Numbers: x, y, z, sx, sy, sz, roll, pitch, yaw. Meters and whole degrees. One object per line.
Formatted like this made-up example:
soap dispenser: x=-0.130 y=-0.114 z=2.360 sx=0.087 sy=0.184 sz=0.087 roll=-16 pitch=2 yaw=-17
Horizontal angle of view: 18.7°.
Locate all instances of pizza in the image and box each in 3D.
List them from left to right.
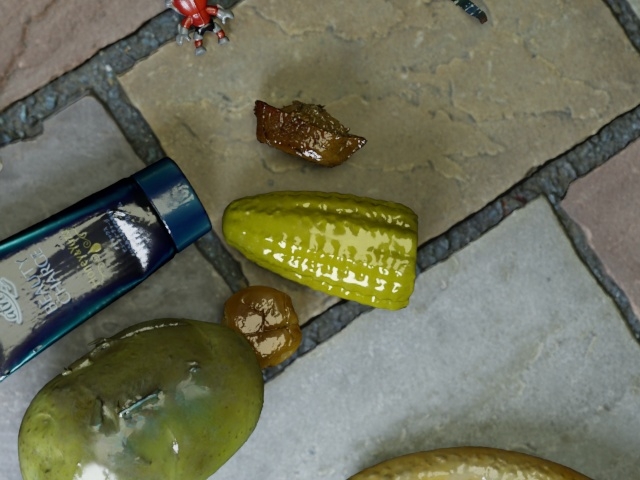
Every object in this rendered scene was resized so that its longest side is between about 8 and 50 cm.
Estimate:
pizza: x=0.189 y=0.300 z=1.906 sx=0.365 sy=0.074 sz=0.182 roll=20 pitch=70 yaw=-6

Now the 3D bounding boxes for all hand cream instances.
hand cream: x=-0.238 y=0.022 z=1.873 sx=0.270 sy=0.061 sz=0.120 roll=-32 pitch=97 yaw=-13

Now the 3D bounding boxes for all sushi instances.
sushi: x=-0.013 y=-0.110 z=1.935 sx=0.118 sy=0.061 sz=0.060 roll=21 pitch=91 yaw=-6

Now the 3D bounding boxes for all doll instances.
doll: x=-0.130 y=-0.244 z=1.944 sx=0.057 sy=0.039 sz=0.114 roll=-23 pitch=101 yaw=19

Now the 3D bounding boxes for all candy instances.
candy: x=0.000 y=0.000 z=1.908 sx=0.199 sy=0.094 sz=0.106 roll=12 pitch=86 yaw=-3

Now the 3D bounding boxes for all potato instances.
potato: x=-0.168 y=0.166 z=1.825 sx=0.248 sy=0.143 sz=0.169 roll=-27 pitch=95 yaw=-13

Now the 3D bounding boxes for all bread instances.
bread: x=-0.058 y=0.087 z=1.906 sx=0.081 sy=0.046 sz=0.083 roll=9 pitch=82 yaw=-7

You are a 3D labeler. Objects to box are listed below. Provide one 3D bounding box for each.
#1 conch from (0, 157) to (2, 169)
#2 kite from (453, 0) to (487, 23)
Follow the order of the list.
conch: x=-0.415 y=-0.035 z=1.831 sx=0.245 sy=0.163 sz=0.178 roll=-11 pitch=120 yaw=-26
kite: x=0.096 y=-0.373 z=2.016 sx=0.310 sy=0.015 sz=0.169 roll=41 pitch=76 yaw=-2
